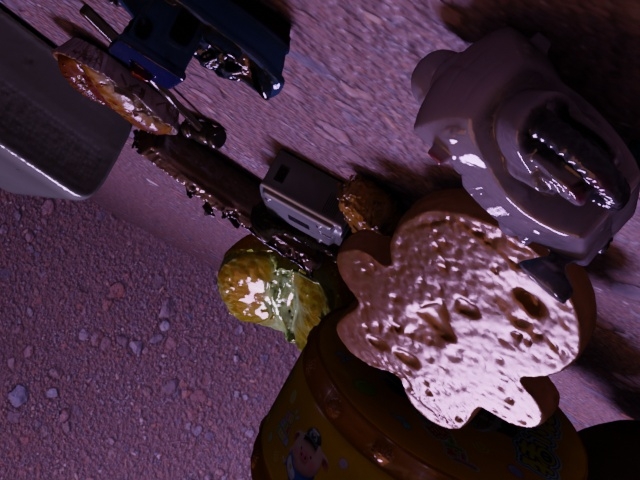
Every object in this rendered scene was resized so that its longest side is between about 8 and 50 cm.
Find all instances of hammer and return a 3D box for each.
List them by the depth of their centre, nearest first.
[{"bbox_3d":[-0.192,-0.183,1.317,0.058,0.029,0.292,22,168,30],"label":"hammer"}]

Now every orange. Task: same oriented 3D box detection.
[{"bbox_3d":[-0.035,0.076,1.805,0.237,0.158,0.179,22,125,28],"label":"orange"}]

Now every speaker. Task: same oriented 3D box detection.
[{"bbox_3d":[-0.446,-0.207,1.516,0.184,0.183,0.406,14,163,44],"label":"speaker"}]

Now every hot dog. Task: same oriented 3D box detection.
[{"bbox_3d":[-0.247,-0.182,1.400,0.099,0.053,0.192,19,169,38],"label":"hot dog"}]

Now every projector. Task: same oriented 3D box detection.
[{"bbox_3d":[-0.013,-0.045,1.405,0.115,0.061,0.147,27,173,4],"label":"projector"}]

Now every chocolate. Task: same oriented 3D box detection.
[{"bbox_3d":[-0.119,-0.064,1.632,0.329,0.065,0.102,33,-157,-25],"label":"chocolate"}]

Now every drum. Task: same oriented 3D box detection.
[{"bbox_3d":[0.132,0.288,1.559,0.431,0.214,0.431,23,-159,-10],"label":"drum"}]

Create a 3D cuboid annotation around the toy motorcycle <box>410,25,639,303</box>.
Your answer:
[{"bbox_3d":[0.126,-0.060,0.726,0.171,0.110,0.260,44,-177,14],"label":"toy motorcycle"}]

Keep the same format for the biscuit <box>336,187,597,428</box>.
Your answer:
[{"bbox_3d":[0.141,0.071,1.166,0.275,0.052,0.355,39,146,7],"label":"biscuit"}]

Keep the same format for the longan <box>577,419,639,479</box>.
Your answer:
[{"bbox_3d":[0.469,0.435,1.693,0.404,0.336,0.404,24,159,10],"label":"longan"}]

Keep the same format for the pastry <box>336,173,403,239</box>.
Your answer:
[{"bbox_3d":[0.060,-0.025,1.284,0.080,0.056,0.140,39,178,23],"label":"pastry"}]

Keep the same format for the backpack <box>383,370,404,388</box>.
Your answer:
[{"bbox_3d":[0.127,0.109,1.397,0.206,0.133,0.258,44,150,14],"label":"backpack"}]

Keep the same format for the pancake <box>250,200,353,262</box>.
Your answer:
[{"bbox_3d":[0.000,0.000,1.495,0.190,0.020,0.184,31,-159,12],"label":"pancake"}]

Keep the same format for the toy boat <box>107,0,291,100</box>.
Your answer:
[{"bbox_3d":[-0.127,-0.173,0.887,0.223,0.097,0.100,31,169,-17],"label":"toy boat"}]
